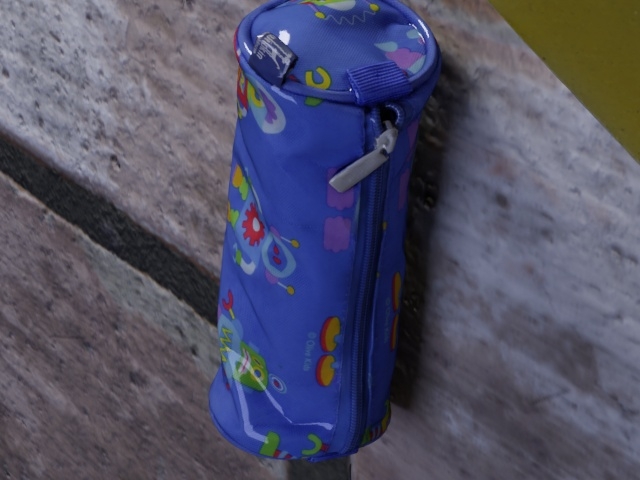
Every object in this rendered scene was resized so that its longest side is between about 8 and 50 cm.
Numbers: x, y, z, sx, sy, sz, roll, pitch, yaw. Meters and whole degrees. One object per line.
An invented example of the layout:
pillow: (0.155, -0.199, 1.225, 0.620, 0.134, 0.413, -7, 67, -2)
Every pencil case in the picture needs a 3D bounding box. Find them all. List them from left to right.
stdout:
pencil case: (0.000, 0.000, 0.902, 0.133, 0.119, 0.306, -124, 32, -47)

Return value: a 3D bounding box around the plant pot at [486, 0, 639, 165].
plant pot: (0.172, -0.151, 0.478, 0.212, 0.212, 0.187, 42, 137, -23)
